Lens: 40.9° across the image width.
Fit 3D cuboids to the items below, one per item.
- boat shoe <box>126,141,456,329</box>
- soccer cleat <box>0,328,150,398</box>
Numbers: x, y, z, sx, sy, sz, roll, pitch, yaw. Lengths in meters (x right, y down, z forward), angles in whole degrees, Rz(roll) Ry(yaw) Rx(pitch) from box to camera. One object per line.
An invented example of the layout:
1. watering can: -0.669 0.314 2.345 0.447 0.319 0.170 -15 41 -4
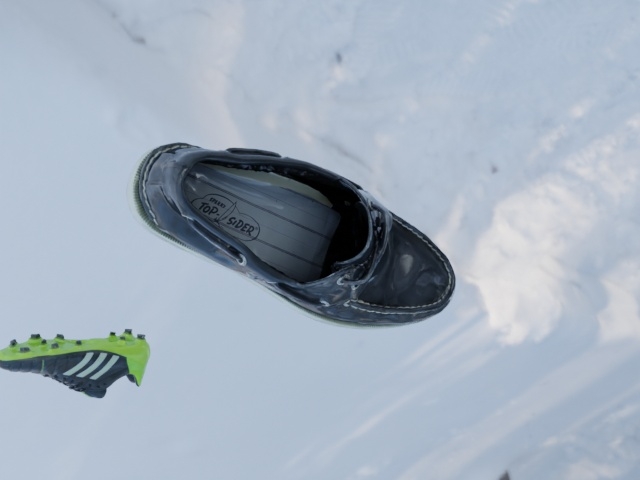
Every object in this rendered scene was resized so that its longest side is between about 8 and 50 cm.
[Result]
1. boat shoe: 0.001 -0.004 0.774 0.340 0.127 0.113 27 164 -22
2. soccer cleat: -0.268 0.140 0.942 0.179 0.072 0.060 2 -171 -42
